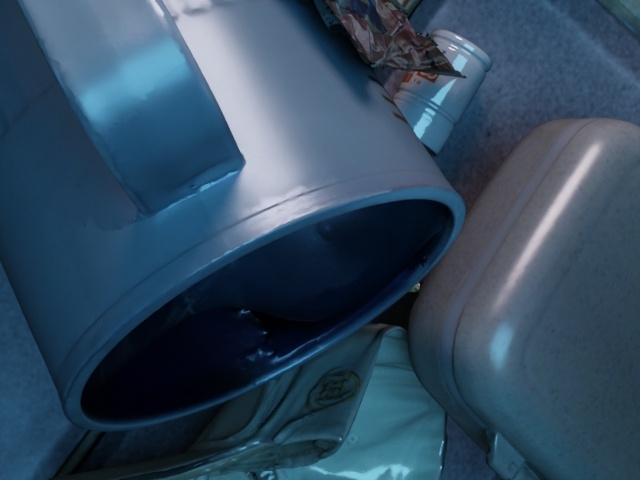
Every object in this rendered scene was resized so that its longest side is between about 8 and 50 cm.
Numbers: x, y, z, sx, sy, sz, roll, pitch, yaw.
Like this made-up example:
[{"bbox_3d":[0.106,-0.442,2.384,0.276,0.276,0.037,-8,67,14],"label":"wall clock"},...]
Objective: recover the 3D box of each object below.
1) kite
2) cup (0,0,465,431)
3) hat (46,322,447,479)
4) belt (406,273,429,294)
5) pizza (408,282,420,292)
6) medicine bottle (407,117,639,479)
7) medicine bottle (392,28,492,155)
[{"bbox_3d":[-0.011,-0.206,0.742,0.014,0.368,0.406,-37,128,17],"label":"kite"},{"bbox_3d":[-0.118,-0.081,0.684,0.257,0.331,0.311,-39,69,25],"label":"cup"},{"bbox_3d":[-0.052,0.172,0.882,0.301,0.168,0.258,-8,134,8],"label":"hat"},{"bbox_3d":[0.007,0.040,0.916,0.232,0.053,0.071,-26,95,-11],"label":"belt"},{"bbox_3d":[0.000,0.000,0.852,0.185,0.176,0.036,-39,135,-7],"label":"pizza"},{"bbox_3d":[0.235,0.096,0.896,0.375,0.123,0.282,46,71,-31],"label":"medicine bottle"},{"bbox_3d":[0.093,-0.119,0.915,0.057,0.057,0.089,31,89,-17],"label":"medicine bottle"}]
